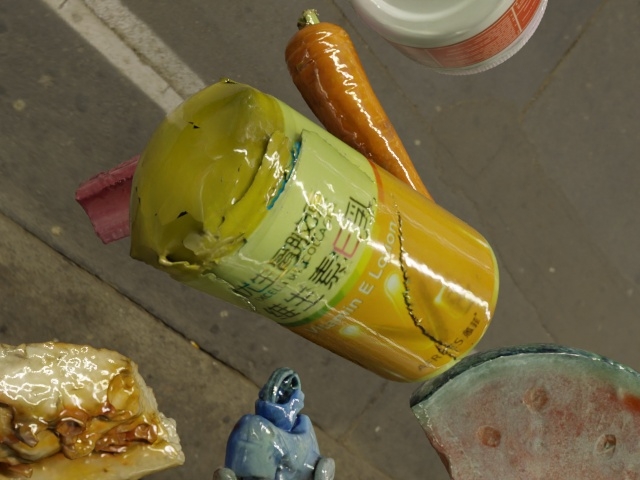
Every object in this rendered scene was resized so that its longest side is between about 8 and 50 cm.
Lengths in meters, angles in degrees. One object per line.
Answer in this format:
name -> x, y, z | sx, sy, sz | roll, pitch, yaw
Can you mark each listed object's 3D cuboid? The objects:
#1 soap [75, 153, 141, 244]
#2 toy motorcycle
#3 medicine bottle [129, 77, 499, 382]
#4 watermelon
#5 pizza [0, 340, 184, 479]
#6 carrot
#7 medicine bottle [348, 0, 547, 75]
soap -> -0.208, -0.074, 0.878 | 0.099, 0.250, 0.162 | 64, 29, -16
toy motorcycle -> -0.066, 0.394, 1.091 | 0.182, 0.241, 0.319 | -8, 114, 3
medicine bottle -> 0.000, 0.000, 0.404 | 0.239, 0.124, 0.124 | 28, 87, -38
watermelon -> 0.251, 0.224, 0.752 | 0.319, 0.148, 0.226 | 12, 92, 3
pizza -> -0.183, 0.092, 0.329 | 0.134, 0.056, 0.271 | -35, 140, 24
carrot -> 0.042, -0.079, 0.555 | 0.061, 0.061, 0.256 | -29, 89, -23
medicine bottle -> 0.176, -0.371, 0.902 | 0.241, 0.253, 0.252 | -3, 107, -67
